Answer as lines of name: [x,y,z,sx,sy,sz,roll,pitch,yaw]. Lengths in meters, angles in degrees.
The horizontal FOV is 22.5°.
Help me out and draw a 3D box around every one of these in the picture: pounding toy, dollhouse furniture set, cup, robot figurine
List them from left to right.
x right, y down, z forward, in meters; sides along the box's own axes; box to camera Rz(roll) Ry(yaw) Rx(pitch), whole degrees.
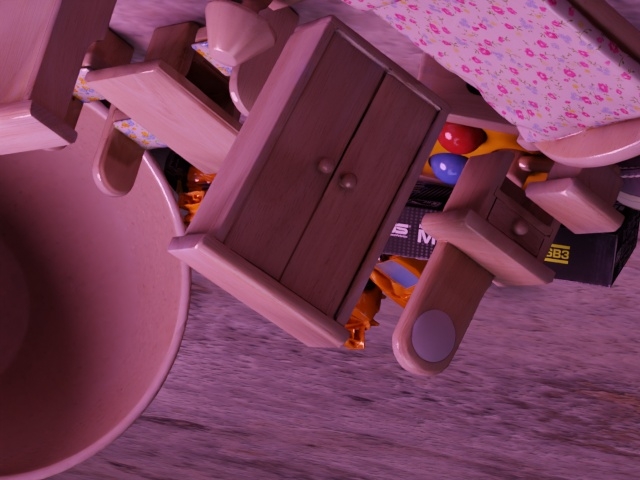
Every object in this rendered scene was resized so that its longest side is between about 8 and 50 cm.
cup: [-0.300,0.042,1.333,0.331,0.331,0.237,22,162,-18]
dollhouse furniture set: [-0.135,-0.092,1.132,0.212,0.161,0.242,-5,150,38]
robot figurine: [0.000,0.000,1.364,0.211,0.085,0.291,-7,150,38]
dollhouse furniture set: [0.088,-0.035,0.858,0.303,0.173,0.355,35,161,-25]
pounding toy: [0.131,-0.074,1.096,0.141,0.100,0.130,12,157,5]

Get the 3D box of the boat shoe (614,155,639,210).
boat shoe: [0.282,-0.087,0.993,0.285,0.102,0.092,-9,134,50]

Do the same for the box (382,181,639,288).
box: [0.137,-0.012,1.191,0.184,0.045,0.191,6,-170,16]
